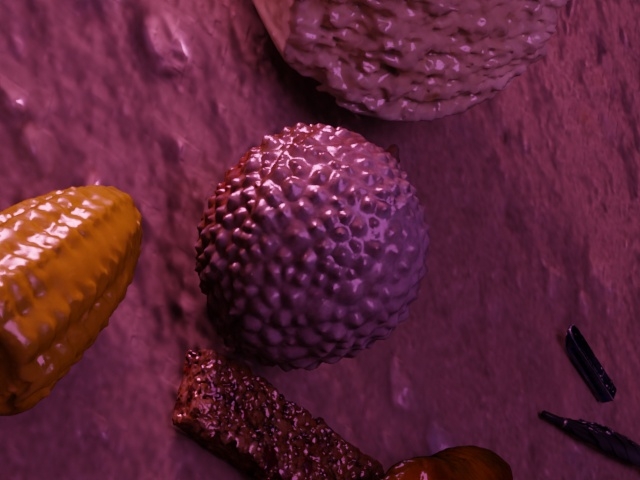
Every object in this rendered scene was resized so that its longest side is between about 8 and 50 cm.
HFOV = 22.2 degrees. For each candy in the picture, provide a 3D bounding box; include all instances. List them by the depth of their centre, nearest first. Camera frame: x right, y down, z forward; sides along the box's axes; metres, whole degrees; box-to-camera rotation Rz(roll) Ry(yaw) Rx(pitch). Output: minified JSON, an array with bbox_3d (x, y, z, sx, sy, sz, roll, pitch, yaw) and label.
[{"bbox_3d":[-0.165,0.022,0.976,0.106,0.094,0.199,56,36,-10],"label":"candy"}]

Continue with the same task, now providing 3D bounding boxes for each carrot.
[{"bbox_3d":[0.097,0.191,1.197,0.173,0.082,0.082,18,60,-72],"label":"carrot"}]

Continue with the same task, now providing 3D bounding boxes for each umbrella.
[{"bbox_3d":[0.291,0.198,1.480,0.269,0.044,0.044,24,31,-41],"label":"umbrella"}]

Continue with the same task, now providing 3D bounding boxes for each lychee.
[{"bbox_3d":[0.000,0.000,1.117,0.197,0.165,0.165,-35,103,-38],"label":"lychee"}]

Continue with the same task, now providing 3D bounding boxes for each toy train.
[{"bbox_3d":[0.240,0.110,1.469,0.083,0.017,0.017,55,40,-20],"label":"toy train"}]

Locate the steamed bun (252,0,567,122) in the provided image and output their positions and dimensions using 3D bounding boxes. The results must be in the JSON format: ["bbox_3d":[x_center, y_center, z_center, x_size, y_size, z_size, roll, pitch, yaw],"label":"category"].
[{"bbox_3d":[0.064,-0.238,1.252,0.290,0.273,0.272,9,112,-44],"label":"steamed bun"}]

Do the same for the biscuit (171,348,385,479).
[{"bbox_3d":[-0.023,0.146,1.135,0.199,0.034,0.064,37,51,-34],"label":"biscuit"}]
